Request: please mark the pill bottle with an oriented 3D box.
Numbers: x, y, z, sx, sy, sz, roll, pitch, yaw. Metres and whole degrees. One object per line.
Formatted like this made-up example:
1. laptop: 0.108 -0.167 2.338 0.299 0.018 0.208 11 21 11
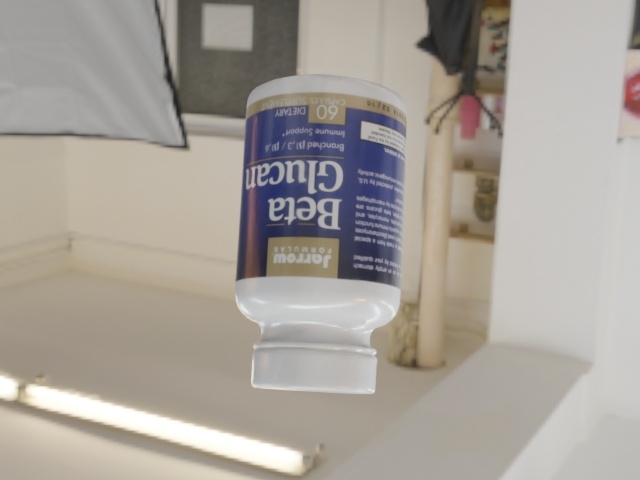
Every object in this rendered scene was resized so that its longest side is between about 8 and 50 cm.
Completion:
1. pill bottle: 0.000 0.000 0.564 0.094 0.170 0.094 2 170 0
